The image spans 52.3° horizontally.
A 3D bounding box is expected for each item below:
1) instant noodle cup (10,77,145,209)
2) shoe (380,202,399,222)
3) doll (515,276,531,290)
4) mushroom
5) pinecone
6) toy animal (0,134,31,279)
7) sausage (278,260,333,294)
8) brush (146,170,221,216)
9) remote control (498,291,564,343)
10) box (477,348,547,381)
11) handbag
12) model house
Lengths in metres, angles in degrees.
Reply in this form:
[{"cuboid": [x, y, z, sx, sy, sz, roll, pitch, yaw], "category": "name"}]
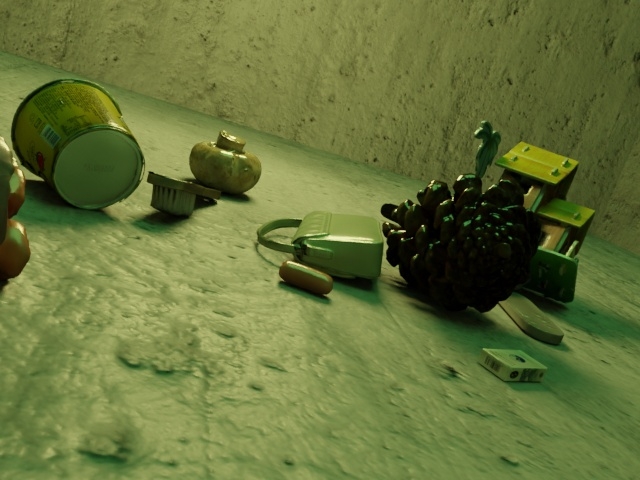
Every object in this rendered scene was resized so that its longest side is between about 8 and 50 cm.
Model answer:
[{"cuboid": [-0.368, -0.140, 1.015, 0.182, 0.182, 0.144, 6, 27, -44], "category": "instant noodle cup"}, {"cuboid": [0.235, -0.055, 1.761, 0.159, 0.062, 0.053, 21, 26, 10], "category": "shoe"}, {"cuboid": [0.374, 0.066, 1.374, 0.104, 0.071, 0.214, 2, -12, 44], "category": "doll"}, {"cuboid": [-0.211, -0.174, 1.465, 0.166, 0.127, 0.166, 17, 20, -6], "category": "mushroom"}, {"cuboid": [0.239, 0.002, 1.133, 0.244, 0.244, 0.309, 11, 0, -30], "category": "pinecone"}, {"cuboid": [-0.403, -0.049, 0.575, 0.281, 0.169, 0.195, 6, 52, -35], "category": "toy animal"}, {"cuboid": [-0.021, 0.056, 0.962, 0.083, 0.034, 0.034, 21, 13, 5], "category": "sausage"}, {"cuboid": [-0.241, -0.078, 1.189, 0.070, 0.065, 0.327, 13, 3, 3], "category": "brush"}, {"cuboid": [0.385, 0.137, 1.227, 0.077, 0.022, 0.245, 18, 13, -6], "category": "remote control"}, {"cuboid": [0.265, 0.172, 0.901, 0.083, 0.024, 0.054, 9, 14, -35], "category": "box"}, {"cuboid": [0.000, 0.000, 1.161, 0.219, 0.079, 0.256, 8, 12, 2], "category": "handbag"}, {"cuboid": [0.478, -0.105, 1.450, 0.300, 0.323, 0.340, 23, -22, 28], "category": "model house"}]
